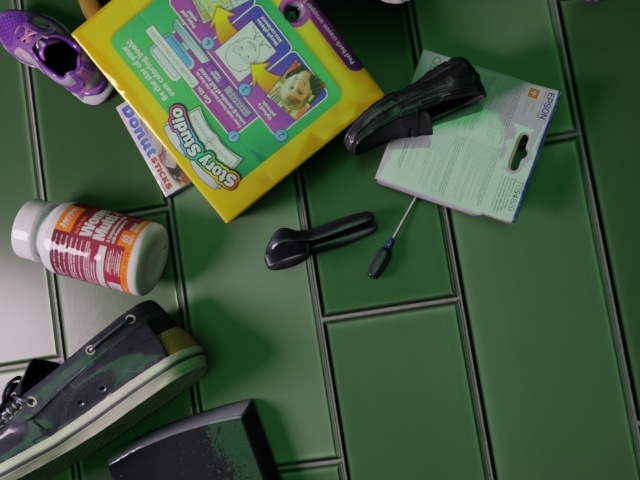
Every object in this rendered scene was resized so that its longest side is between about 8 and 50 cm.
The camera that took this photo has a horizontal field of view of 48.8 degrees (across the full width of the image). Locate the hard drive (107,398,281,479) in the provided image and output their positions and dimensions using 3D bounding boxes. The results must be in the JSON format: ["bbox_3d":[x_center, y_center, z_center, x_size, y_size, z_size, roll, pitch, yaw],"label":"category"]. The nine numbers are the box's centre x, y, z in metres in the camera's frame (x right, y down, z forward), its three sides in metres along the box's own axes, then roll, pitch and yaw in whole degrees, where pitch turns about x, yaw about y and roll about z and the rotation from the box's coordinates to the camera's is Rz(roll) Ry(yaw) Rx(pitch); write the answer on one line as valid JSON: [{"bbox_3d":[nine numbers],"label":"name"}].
[{"bbox_3d":[-0.203,0.369,1.114,0.255,0.054,0.172,-21,83,6],"label":"hard drive"}]

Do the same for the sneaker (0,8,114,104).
[{"bbox_3d":[-0.454,-0.321,1.174,0.236,0.104,0.095,34,93,10],"label":"sneaker"}]

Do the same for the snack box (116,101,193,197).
[{"bbox_3d":[-0.270,-0.162,1.176,0.064,0.022,0.178,-31,83,6],"label":"snack box"}]

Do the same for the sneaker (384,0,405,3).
[{"bbox_3d":[0.003,-0.457,1.049,0.330,0.147,0.129,35,112,38],"label":"sneaker"}]

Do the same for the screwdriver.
[{"bbox_3d":[0.118,-0.016,1.111,0.025,0.024,0.170,26,88,-19],"label":"screwdriver"}]

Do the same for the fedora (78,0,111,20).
[{"bbox_3d":[-0.305,-0.415,1.169,0.194,0.079,0.194,0,87,8],"label":"fedora"}]

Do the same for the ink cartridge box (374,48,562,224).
[{"bbox_3d":[0.226,-0.158,1.090,0.224,0.045,0.223,21,87,11],"label":"ink cartridge box"}]

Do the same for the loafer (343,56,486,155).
[{"bbox_3d":[0.139,-0.187,1.043,0.223,0.076,0.078,-31,72,1],"label":"loafer"}]

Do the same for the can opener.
[{"bbox_3d":[0.000,0.000,1.112,0.186,0.059,0.073,-18,57,-3],"label":"can opener"}]

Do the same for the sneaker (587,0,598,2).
[{"bbox_3d":[0.497,-0.479,1.044,0.281,0.105,0.115,-30,83,6],"label":"sneaker"}]

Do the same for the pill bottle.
[{"bbox_3d":[-0.367,0.006,1.129,0.221,0.121,0.121,14,88,9],"label":"pill bottle"}]

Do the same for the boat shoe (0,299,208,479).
[{"bbox_3d":[-0.415,0.266,1.094,0.500,0.187,0.156,-33,77,0],"label":"boat shoe"}]

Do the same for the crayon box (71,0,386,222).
[{"bbox_3d":[-0.133,-0.263,1.085,0.313,0.106,0.363,-38,96,5],"label":"crayon box"}]
